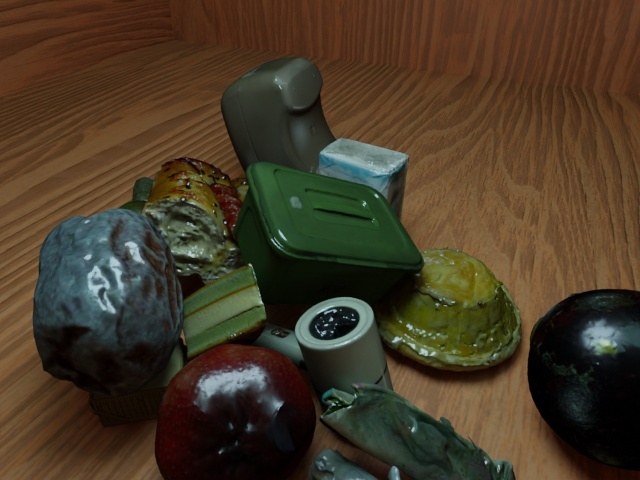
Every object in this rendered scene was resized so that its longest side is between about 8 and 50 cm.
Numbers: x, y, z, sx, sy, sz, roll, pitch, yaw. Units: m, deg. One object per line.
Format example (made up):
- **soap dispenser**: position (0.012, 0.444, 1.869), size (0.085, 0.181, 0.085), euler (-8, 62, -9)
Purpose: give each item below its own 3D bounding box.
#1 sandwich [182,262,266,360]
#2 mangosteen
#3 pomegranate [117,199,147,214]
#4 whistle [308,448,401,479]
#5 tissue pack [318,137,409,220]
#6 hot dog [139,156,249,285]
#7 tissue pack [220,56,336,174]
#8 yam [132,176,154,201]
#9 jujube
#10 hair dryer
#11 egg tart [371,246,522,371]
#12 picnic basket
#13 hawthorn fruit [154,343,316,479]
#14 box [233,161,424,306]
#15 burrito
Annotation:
- **sandwich**: position (-0.141, 0.135, 0.817), size (0.187, 0.144, 0.117), euler (-28, 67, 22)
- **mangosteen**: position (0.464, 0.206, 0.719), size (0.288, 0.287, 0.288), euler (0, 36, 0)
- **pomegranate**: position (-0.457, -0.003, 1.110), size (0.131, 0.152, 0.191), euler (16, 59, 25)
- **whistle**: position (0.117, 0.376, 0.571), size (0.134, 0.142, 0.346), euler (-24, 28, -38)
- **tissue pack**: position (0.096, -0.094, 1.116), size (0.202, 0.271, 0.124), euler (25, 43, 31)
- **hot dog**: position (-0.225, -0.059, 1.094), size (0.368, 0.196, 0.365), euler (23, 20, -23)
- **tissue pack**: position (-0.114, -0.302, 1.314), size (0.277, 0.387, 0.267), euler (-5, 32, 29)
- **yam**: position (-0.504, -0.122, 1.324), size (0.078, 0.078, 0.179), euler (-10, 34, -13)
- **jujube**: position (-0.335, 0.095, 0.741), size (0.216, 0.246, 0.307), euler (-3, 55, -26)
- **hair dryer**: position (-0.044, 0.193, 0.821), size (0.362, 0.203, 0.128), euler (9, 36, 41)
- **egg tart**: position (0.260, 0.116, 0.946), size (0.342, 0.132, 0.341), euler (0, 34, 0)
- **picnic basket**: position (-0.311, 0.248, 0.805), size (0.164, 0.079, 0.115), euler (-7, 37, -9)
- **hawthorn fruit**: position (-0.130, 0.251, 0.708), size (0.230, 0.210, 0.266), euler (-14, 21, -7)
- **box**: position (0.000, 0.000, 0.882), size (0.329, 0.177, 0.252), euler (10, 42, -33)
- **burrito**: position (0.141, 0.294, 0.660), size (0.309, 0.066, 0.096), euler (30, 61, -3)
